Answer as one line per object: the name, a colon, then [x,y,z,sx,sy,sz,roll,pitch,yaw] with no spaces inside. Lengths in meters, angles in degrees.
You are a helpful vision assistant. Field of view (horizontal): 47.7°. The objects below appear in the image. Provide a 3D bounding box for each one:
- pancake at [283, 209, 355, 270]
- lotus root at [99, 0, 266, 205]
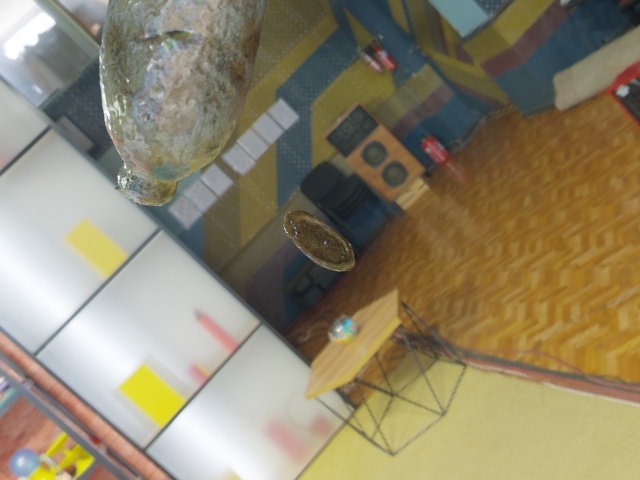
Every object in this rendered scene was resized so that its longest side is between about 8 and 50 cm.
pancake: [-0.001,0.001,0.916,0.011,0.115,0.115,-50,5,27]
lotus root: [-0.149,-0.204,0.793,0.175,0.175,0.349,-131,52,-82]
